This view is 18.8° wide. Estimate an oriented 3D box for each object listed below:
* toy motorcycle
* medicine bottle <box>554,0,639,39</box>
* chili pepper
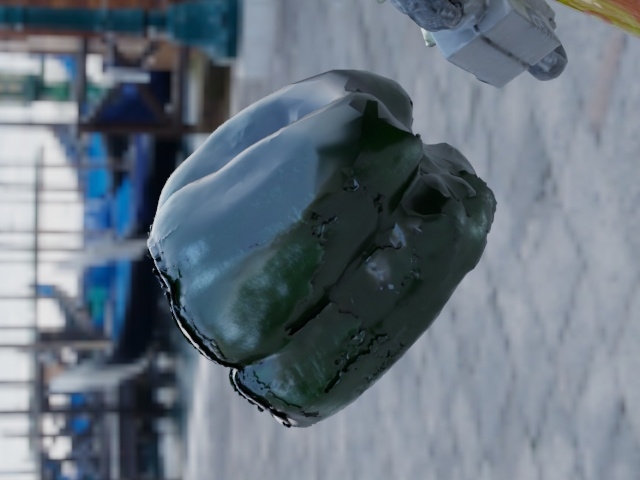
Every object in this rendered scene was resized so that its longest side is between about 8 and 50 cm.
[{"bbox_3d":[0.078,-0.217,1.385,0.223,0.108,0.341,59,-162,18],"label":"toy motorcycle"},{"bbox_3d":[0.213,-0.159,1.025,0.133,0.250,0.133,-157,90,-87],"label":"medicine bottle"},{"bbox_3d":[0.000,0.000,1.518,0.233,0.257,0.248,47,-170,-22],"label":"chili pepper"}]
